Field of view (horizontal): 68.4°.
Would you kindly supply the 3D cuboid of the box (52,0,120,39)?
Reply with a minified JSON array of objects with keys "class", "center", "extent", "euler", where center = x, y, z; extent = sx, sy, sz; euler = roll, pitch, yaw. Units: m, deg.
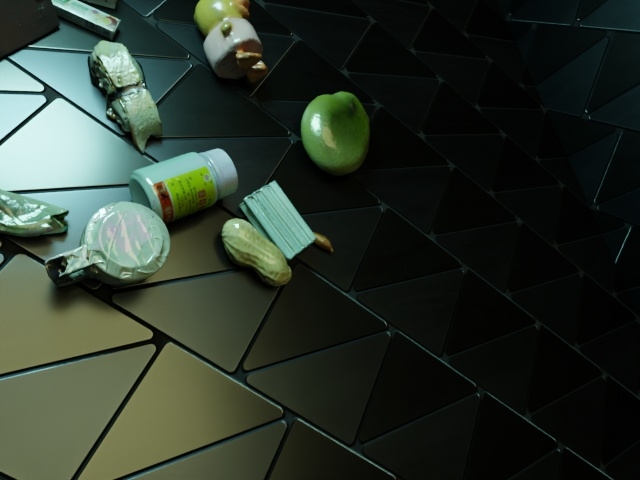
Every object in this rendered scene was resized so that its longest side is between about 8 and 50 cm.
[{"class":"box","center":[-0.623,-0.583,1.195],"extent":[0.207,0.041,0.050],"euler":[19,65,-22]}]

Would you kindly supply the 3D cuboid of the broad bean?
[{"class":"broad bean","center":[0.051,-0.333,1.431],"extent":[0.238,0.119,0.291],"euler":[30,60,-27]}]

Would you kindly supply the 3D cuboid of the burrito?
[{"class":"burrito","center":[-0.672,-0.066,0.938],"extent":[0.309,0.066,0.096],"euler":[16,60,-27]}]

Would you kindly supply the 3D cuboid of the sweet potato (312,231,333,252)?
[{"class":"sweet potato","center":[0.000,0.000,1.314],"extent":[0.095,0.034,0.034],"euler":[36,57,-16]}]

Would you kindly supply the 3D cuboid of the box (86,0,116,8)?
[{"class":"box","center":[-0.654,-0.712,1.215],"extent":[0.243,0.067,0.155],"euler":[6,69,-28]}]

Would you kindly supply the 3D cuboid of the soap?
[{"class":"soap","center":[-0.112,-0.047,1.251],"extent":[0.114,0.063,0.198],"euler":[-35,90,-34]}]

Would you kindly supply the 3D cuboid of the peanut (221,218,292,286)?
[{"class":"peanut","center":[-0.160,0.034,1.175],"extent":[0.214,0.090,0.098],"euler":[39,63,-9]}]

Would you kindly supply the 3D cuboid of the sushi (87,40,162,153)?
[{"class":"sushi","center":[-0.468,-0.356,1.147],"extent":[0.134,0.109,0.273],"euler":[-12,77,-32]}]

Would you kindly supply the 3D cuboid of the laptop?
[{"class":"laptop","center":[-0.701,-0.516,1.065],"extent":[0.026,0.154,0.207],"euler":[27,55,14]}]

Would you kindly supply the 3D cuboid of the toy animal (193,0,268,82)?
[{"class":"toy animal","center":[-0.263,-0.591,1.340],"extent":[0.169,0.195,0.281],"euler":[-18,82,7]}]

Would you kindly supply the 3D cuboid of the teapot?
[{"class":"teapot","center":[-0.431,0.040,0.970],"extent":[0.163,0.178,0.221],"euler":[43,53,-16]}]

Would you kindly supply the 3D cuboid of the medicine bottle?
[{"class":"medicine bottle","center":[-0.323,-0.130,1.119],"extent":[0.225,0.139,0.139],"euler":[-29,86,-35]}]
